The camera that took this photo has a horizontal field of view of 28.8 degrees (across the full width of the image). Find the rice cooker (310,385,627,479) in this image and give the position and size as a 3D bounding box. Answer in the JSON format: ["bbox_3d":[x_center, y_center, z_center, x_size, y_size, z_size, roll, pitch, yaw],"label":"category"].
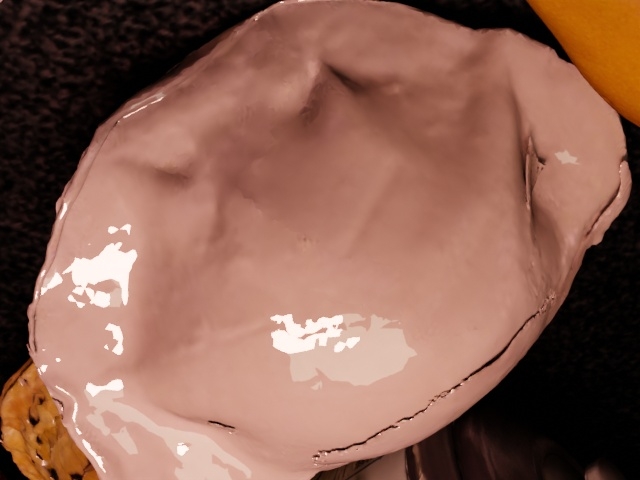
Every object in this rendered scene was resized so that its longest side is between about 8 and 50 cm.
[{"bbox_3d":[0.095,0.248,0.892,0.316,0.264,0.317,-10,141,-8],"label":"rice cooker"}]

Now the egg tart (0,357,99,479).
[{"bbox_3d":[-0.103,0.137,0.864,0.241,0.106,0.241,-7,136,-6],"label":"egg tart"}]

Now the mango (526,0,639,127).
[{"bbox_3d":[0.195,-0.128,0.679,0.253,0.113,0.138,20,124,-24],"label":"mango"}]

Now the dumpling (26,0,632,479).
[{"bbox_3d":[0.003,-0.002,0.719,0.341,0.181,0.260,-30,110,19],"label":"dumpling"}]

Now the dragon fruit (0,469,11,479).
[{"bbox_3d":[-0.281,0.244,0.877,0.182,0.182,0.188,19,135,-25],"label":"dragon fruit"}]
